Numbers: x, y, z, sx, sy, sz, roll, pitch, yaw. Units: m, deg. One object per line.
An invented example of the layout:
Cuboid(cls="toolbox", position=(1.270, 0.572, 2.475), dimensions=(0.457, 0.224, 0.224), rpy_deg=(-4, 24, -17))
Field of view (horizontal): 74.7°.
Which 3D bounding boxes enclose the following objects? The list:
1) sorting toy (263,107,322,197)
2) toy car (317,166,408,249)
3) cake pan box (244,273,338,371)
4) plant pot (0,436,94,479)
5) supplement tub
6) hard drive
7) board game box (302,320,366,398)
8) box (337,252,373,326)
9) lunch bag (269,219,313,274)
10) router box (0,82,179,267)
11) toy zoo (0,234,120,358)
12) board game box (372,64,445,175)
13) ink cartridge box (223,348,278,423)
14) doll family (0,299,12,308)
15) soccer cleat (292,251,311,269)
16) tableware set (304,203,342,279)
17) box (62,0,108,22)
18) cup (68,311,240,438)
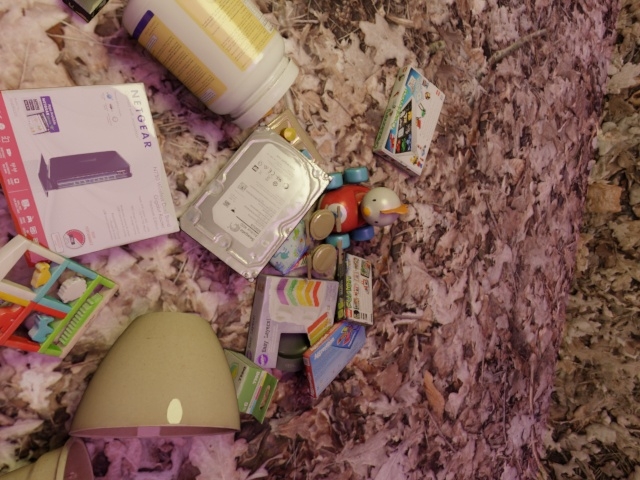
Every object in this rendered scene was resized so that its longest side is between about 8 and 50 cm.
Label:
Cuboid(cls="sorting toy", position=(-0.096, -0.242, 1.159), dimensions=(0.196, 0.047, 0.348), rpy_deg=(-46, 116, -21))
Cuboid(cls="toy car", position=(0.132, -0.091, 1.189), dimensions=(0.210, 0.237, 0.220), rpy_deg=(-18, 107, -38))
Cuboid(cls="cake pan box", position=(-0.078, 0.234, 1.196), dimensions=(0.245, 0.070, 0.267), rpy_deg=(10, 89, -31))
Cuboid(cls="plant pot", position=(-0.604, 0.577, 0.765), dimensions=(0.305, 0.333, 0.335), rpy_deg=(-8, 98, -20))
Cuboid(cls="supplement tub", position=(-0.232, -0.441, 0.941), dimensions=(0.331, 0.241, 0.241), rpy_deg=(42, 72, -28))
Cuboid(cls="hard drive", position=(-0.160, -0.096, 1.052), dimensions=(0.236, 0.064, 0.339), rpy_deg=(39, 80, -3))
Cuboid(cls="board game box", position=(0.050, 0.318, 1.242), dimensions=(0.281, 0.027, 0.145), rpy_deg=(-33, 123, -47))
Cuboid(cls="box", position=(0.105, 0.149, 1.278), dimensions=(0.114, 0.036, 0.207), rpy_deg=(19, 60, -32))
Cuboid(cls="lunch bag", position=(-0.102, -0.006, 1.145), dimensions=(0.151, 0.096, 0.129), rpy_deg=(-47, 116, -10))
Cuboid(cls="router box", position=(-0.495, -0.147, 0.889), dimensions=(0.300, 0.082, 0.336), rpy_deg=(-18, 103, -30))
Cuboid(cls="toy zoo", position=(-0.551, 0.112, 0.805), dimensions=(0.192, 0.030, 0.293), rpy_deg=(-56, 153, -12))
Cuboid(cls="board game box", position=(0.300, -0.394, 1.397), dimensions=(0.192, 0.053, 0.306), rpy_deg=(24, 81, -32))
Cuboid(cls="ink cartridge box", position=(-0.197, 0.356, 1.043), dimensions=(0.062, 0.209, 0.109), rpy_deg=(28, 78, -33))
Cuboid(cls="doll family", position=(-0.701, 0.110, 0.755), dimensions=(0.263, 0.118, 0.163), rpy_deg=(42, 72, -28))
Cuboid(cls="soccer cleat", position=(-0.058, 0.067, 1.219), dimensions=(0.083, 0.029, 0.036), rpy_deg=(-41, 110, -28))
Cuboid(cls="tableware set", position=(0.000, 0.000, 1.154), dimensions=(0.128, 0.039, 0.194), rpy_deg=(-24, 126, -33))
Cuboid(cls="box", position=(-0.489, -0.518, 0.883), dimensions=(0.062, 0.052, 0.083), rpy_deg=(38, 72, -28))
Cuboid(cls="cup", position=(-0.338, 0.294, 0.918), dimensions=(0.330, 0.331, 0.237), rpy_deg=(16, 57, -32))
